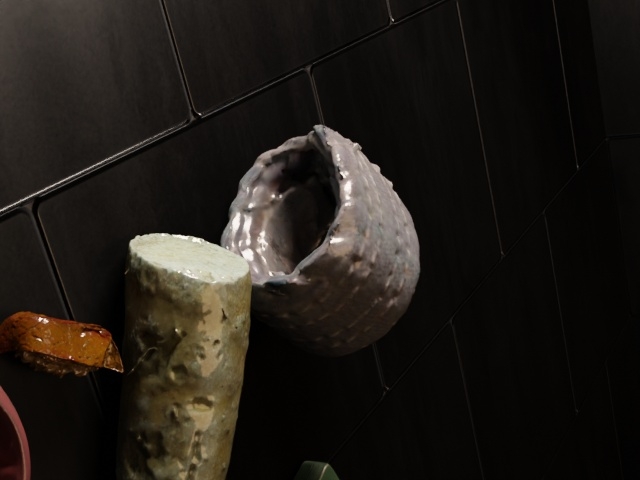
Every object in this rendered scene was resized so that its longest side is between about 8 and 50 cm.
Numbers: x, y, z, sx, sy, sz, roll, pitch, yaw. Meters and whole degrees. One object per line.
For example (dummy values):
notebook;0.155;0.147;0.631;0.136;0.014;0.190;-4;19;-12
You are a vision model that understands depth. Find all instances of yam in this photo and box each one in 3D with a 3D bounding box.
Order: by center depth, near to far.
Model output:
yam;-0.143;0.156;0.932;0.133;0.133;0.330;12;82;-56

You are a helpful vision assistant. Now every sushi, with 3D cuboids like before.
sushi;-0.233;0.097;0.853;0.120;0.052;0.055;19;74;-55

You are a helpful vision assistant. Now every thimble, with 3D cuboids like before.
thimble;0.000;0.000;1.074;0.172;0.205;0.236;46;53;-45

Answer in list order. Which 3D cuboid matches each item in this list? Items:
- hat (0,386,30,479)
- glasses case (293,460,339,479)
hat;-0.309;0.177;0.703;0.205;0.089;0.206;14;73;-54
glasses case;0.014;0.374;1.235;0.078;0.039;0.184;-59;135;-39
